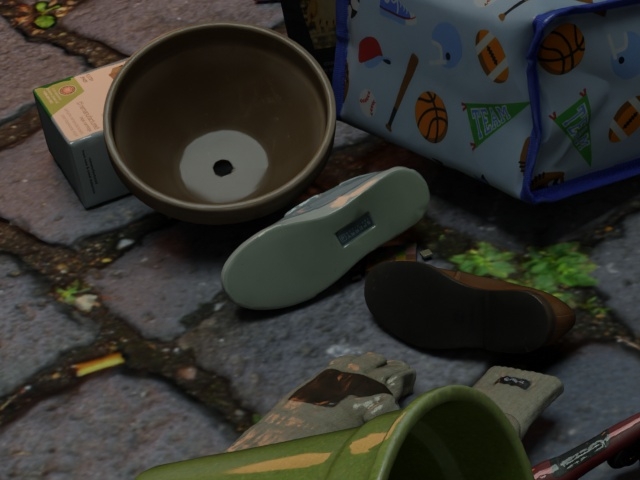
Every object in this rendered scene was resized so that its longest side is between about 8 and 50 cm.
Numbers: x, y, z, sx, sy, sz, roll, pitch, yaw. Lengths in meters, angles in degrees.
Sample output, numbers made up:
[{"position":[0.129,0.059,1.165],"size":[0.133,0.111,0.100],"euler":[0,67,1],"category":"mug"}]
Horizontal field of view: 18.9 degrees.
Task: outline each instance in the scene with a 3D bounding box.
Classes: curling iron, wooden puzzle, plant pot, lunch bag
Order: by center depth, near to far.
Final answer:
[{"position":[-0.009,0.243,1.357],"size":[0.254,0.276,0.276],"euler":[-5,32,31],"category":"plant pot"},{"position":[0.175,0.205,1.518],"size":[0.274,0.068,0.035],"euler":[-28,37,-14],"category":"curling iron"},{"position":[0.068,0.021,1.870],"size":[0.083,0.006,0.049],"euler":[-7,33,8],"category":"wooden puzzle"},{"position":[0.255,-0.214,1.975],"size":[0.385,0.239,0.328],"euler":[-13,28,-33],"category":"lunch bag"},{"position":[-0.101,-0.101,1.980],"size":[0.237,0.110,0.237],"euler":[0,58,1],"category":"plant pot"}]

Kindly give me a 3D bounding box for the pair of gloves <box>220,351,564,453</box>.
[{"position":[0.060,0.160,1.608],"size":[0.240,0.042,0.204],"euler":[5,26,30],"category":"pair of gloves"}]

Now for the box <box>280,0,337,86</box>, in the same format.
[{"position":[0.035,-0.320,2.154],"size":[0.143,0.270,0.165],"euler":[-2,34,15],"category":"box"}]

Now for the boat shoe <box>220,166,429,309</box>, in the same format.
[{"position":[0.000,-0.001,1.874],"size":[0.227,0.079,0.081],"euler":[-29,10,-16],"category":"boat shoe"}]

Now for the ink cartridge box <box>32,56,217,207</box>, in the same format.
[{"position":[-0.191,-0.135,2.115],"size":[0.208,0.087,0.153],"euler":[-20,34,-15],"category":"ink cartridge box"}]

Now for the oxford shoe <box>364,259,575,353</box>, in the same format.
[{"position":[0.134,0.063,1.748],"size":[0.212,0.076,0.076],"euler":[13,10,37],"category":"oxford shoe"}]
